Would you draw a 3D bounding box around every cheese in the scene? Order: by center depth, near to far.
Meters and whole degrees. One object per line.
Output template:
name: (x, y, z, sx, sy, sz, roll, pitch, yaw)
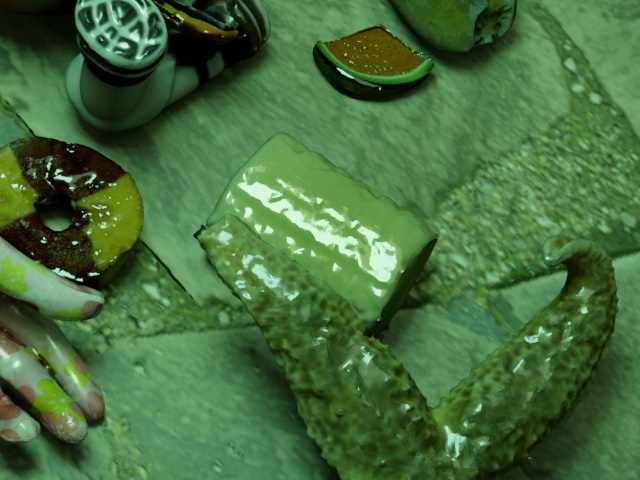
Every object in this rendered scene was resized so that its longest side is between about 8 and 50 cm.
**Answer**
cheese: (0.000, 0.000, 1.551, 0.167, 0.094, 0.123, 31, 76, 10)

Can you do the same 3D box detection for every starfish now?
starfish: (0.035, 0.137, 1.444, 0.432, 0.082, 0.324, -3, 92, -14)

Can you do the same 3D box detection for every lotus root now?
lotus root: (0.099, -0.251, 1.701, 0.113, 0.088, 0.192, -19, 67, -37)

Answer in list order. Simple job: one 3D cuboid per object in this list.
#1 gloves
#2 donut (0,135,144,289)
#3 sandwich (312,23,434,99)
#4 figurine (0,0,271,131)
gloves: (-0.266, 0.066, 1.453, 0.241, 0.126, 0.145, 40, 71, -30)
donut: (-0.214, -0.016, 1.533, 0.140, 0.059, 0.140, 4, 62, -8)
sandwich: (0.049, -0.154, 1.677, 0.101, 0.026, 0.069, -18, 64, -23)
figurine: (-0.207, -0.254, 1.580, 0.323, 0.196, 0.320, 55, 23, 8)
